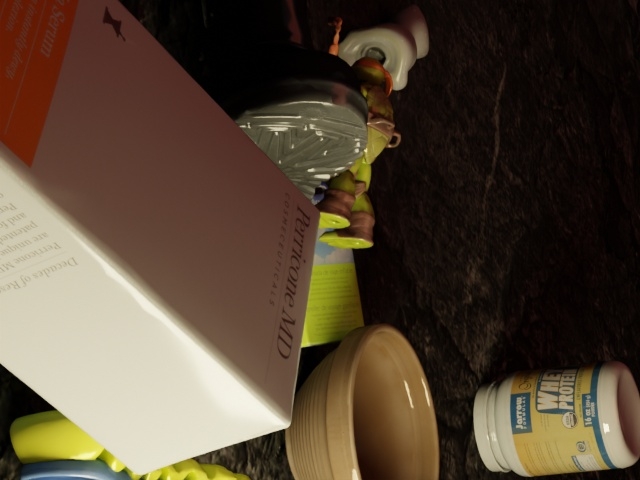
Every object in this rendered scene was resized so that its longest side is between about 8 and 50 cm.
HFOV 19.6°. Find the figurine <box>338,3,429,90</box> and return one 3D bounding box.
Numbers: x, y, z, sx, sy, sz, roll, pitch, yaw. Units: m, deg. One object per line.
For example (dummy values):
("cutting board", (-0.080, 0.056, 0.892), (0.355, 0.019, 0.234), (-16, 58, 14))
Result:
("figurine", (0.080, -0.305, 2.300), (0.209, 0.092, 0.215), (-43, 122, -66))

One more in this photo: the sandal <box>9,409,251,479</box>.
("sandal", (-0.155, 0.244, 1.578), (0.317, 0.126, 0.138), (29, 59, -50))

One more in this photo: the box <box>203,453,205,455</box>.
("box", (-0.088, 0.086, 1.810), (0.324, 0.063, 0.067), (-59, 154, -55))

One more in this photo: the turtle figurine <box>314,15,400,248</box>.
("turtle figurine", (0.042, -0.105, 1.975), (0.269, 0.087, 0.217), (69, 29, -72))

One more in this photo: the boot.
("boot", (-0.045, -0.276, 1.797), (0.367, 0.146, 0.445), (136, -42, -70))

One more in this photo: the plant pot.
("plant pot", (0.034, 0.213, 1.992), (0.237, 0.110, 0.237), (-9, 90, -66))

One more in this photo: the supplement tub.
("supplement tub", (0.320, 0.241, 2.488), (0.144, 0.200, 0.144), (-9, 90, -66))

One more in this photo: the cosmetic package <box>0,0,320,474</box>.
("cosmetic package", (-0.199, -0.048, 1.375), (0.453, 0.161, 0.230), (46, 37, -37))

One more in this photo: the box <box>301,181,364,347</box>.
("box", (-0.008, 0.025, 2.013), (0.109, 0.042, 0.178), (-3, 82, -52))
